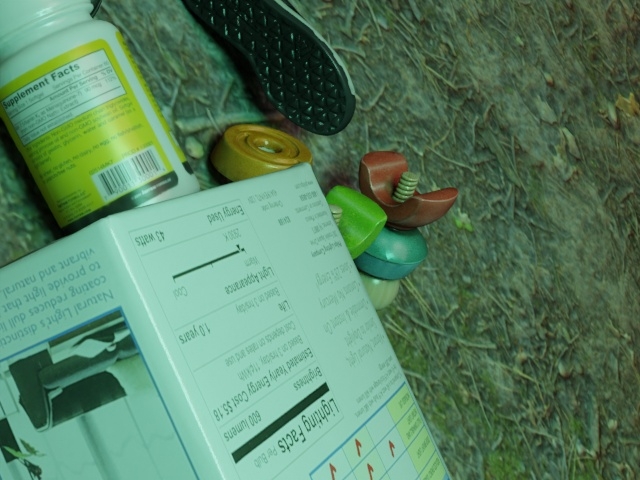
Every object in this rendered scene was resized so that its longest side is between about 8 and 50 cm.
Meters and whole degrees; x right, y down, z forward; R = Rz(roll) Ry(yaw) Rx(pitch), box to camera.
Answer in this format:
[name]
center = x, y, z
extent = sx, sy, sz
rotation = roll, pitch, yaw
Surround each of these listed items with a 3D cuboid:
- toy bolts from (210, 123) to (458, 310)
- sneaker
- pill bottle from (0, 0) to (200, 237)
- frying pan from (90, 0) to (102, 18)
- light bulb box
[toy bolts]
center = 0.000, 0.000, 1.277
extent = 0.228, 0.158, 0.218
rotation = -9, 38, -43
[sneaker]
center = -0.040, -0.210, 1.319
extent = 0.235, 0.084, 0.097
rotation = 50, 24, 3
[pill bottle]
center = -0.195, -0.105, 1.061
extent = 0.119, 0.119, 0.208
rotation = -32, 97, -54
[frying pan]
center = -0.284, -0.334, 1.144
extent = 0.197, 0.053, 0.326
rotation = -32, 99, -54
[light bulb box]
center = -0.080, 0.164, 0.900
extent = 0.361, 0.225, 0.358
rotation = 66, 20, 0
